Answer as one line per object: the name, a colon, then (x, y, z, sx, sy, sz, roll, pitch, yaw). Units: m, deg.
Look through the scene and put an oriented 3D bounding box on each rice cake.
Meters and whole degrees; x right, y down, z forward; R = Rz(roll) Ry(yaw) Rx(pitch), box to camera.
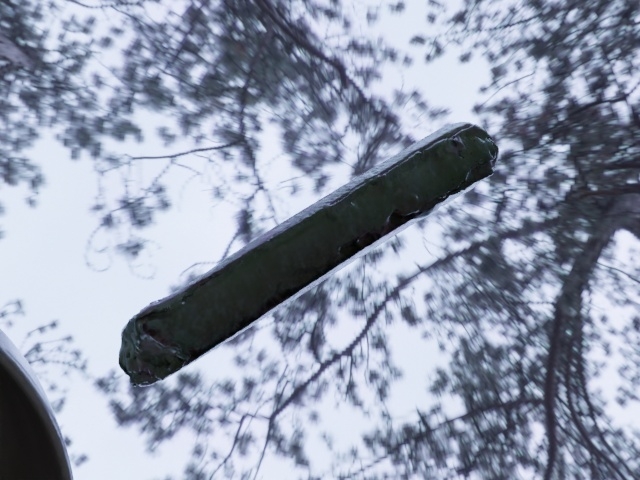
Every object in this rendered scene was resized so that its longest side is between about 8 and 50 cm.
rice cake: (0.000, 0.001, 0.532, 0.208, 0.033, 0.033, -31, -88, -30)

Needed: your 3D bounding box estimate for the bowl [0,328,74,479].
bowl: (-0.281, 0.130, 0.644, 0.287, 0.144, 0.286, -5, -75, -17)
